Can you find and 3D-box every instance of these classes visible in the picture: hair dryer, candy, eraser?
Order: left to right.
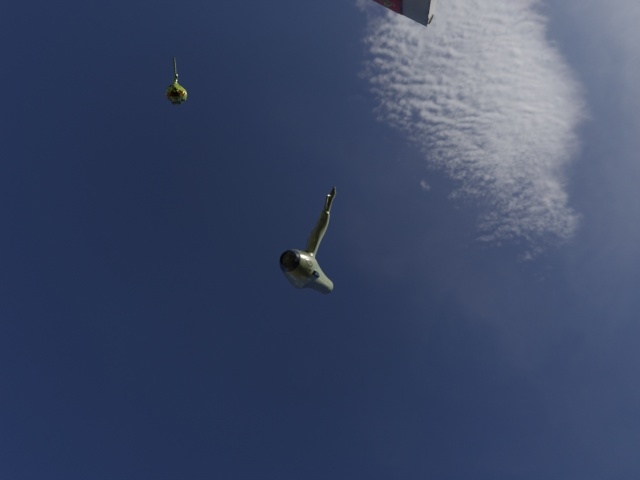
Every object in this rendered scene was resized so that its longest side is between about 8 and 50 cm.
[{"bbox_3d":[-0.277,-0.311,0.776,0.035,0.035,0.123,-30,-122,31],"label":"candy"},{"bbox_3d":[0.003,0.018,0.802,0.067,0.167,0.199,14,-120,30],"label":"hair dryer"},{"bbox_3d":[0.093,-0.454,0.694,0.230,0.157,0.038,29,-74,5],"label":"eraser"}]
